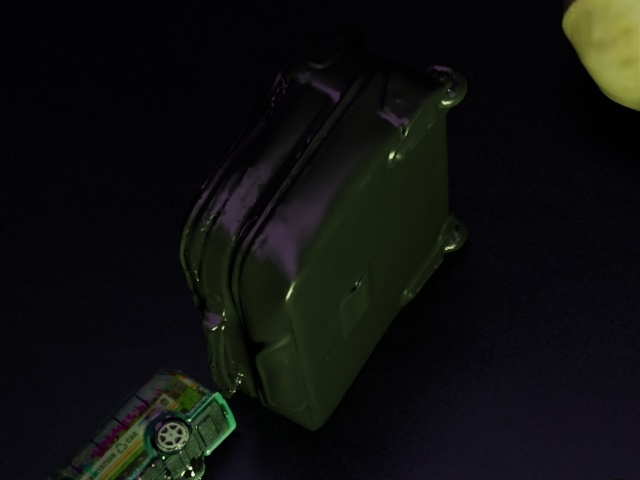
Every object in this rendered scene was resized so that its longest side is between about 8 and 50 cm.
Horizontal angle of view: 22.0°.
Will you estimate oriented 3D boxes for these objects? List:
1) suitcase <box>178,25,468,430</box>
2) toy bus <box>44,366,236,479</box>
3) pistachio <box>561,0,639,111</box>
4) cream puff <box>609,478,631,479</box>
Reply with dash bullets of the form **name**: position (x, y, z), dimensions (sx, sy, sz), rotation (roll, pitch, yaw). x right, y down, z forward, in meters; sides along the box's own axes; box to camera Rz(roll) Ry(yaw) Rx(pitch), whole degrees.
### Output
- **suitcase**: position (0.000, 0.000, 1.654), dimensions (0.188, 0.345, 0.339), rotation (26, 66, 17)
- **toy bus**: position (-0.206, 0.245, 1.688), dimensions (0.109, 0.091, 0.261), rotation (33, 67, 32)
- **pistachio**: position (0.416, -0.247, 1.808), dimensions (0.308, 0.230, 0.230), rotation (-7, 58, 0)
- **cream puff**: position (0.338, 0.332, 1.507), dimensions (0.194, 0.195, 0.221), rotation (-14, 46, 1)
